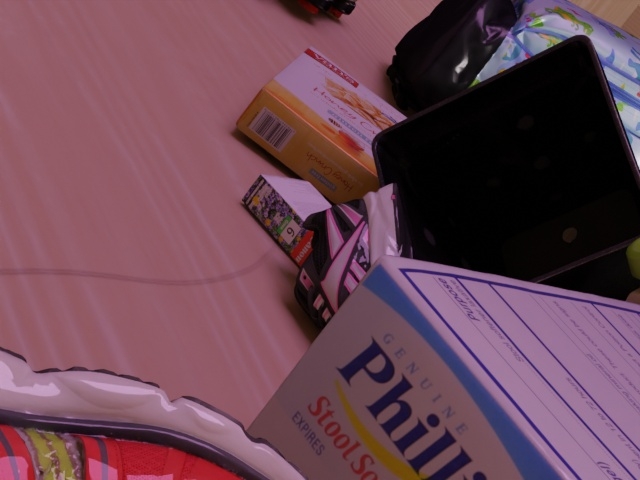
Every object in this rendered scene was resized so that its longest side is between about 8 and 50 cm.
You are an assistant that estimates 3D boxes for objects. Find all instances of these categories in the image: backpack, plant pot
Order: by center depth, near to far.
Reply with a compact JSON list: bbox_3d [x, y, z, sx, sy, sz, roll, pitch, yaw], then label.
[{"bbox_3d":[0.173,-0.008,0.978,0.167,0.187,0.188,41,31,-46],"label":"plant pot"},{"bbox_3d":[0.284,-0.154,1.470,0.355,0.273,0.290,46,12,-10],"label":"backpack"}]

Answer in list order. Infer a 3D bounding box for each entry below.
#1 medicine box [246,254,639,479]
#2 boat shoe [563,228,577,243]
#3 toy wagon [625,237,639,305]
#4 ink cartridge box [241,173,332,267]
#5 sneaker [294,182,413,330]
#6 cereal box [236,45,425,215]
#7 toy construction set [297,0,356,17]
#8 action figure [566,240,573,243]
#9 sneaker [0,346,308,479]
[{"bbox_3d":[0.143,0.159,0.636,0.289,0.149,0.263,10,33,-50],"label":"medicine box"},{"bbox_3d":[0.216,-0.058,1.341,0.224,0.080,0.073,35,19,-22],"label":"boat shoe"},{"bbox_3d":[0.299,0.130,0.747,0.344,0.068,0.267,10,-59,64],"label":"toy wagon"},{"bbox_3d":[0.000,0.000,0.927,0.115,0.029,0.063,48,23,26],"label":"ink cartridge box"},{"bbox_3d":[0.021,0.043,0.827,0.178,0.077,0.072,-89,164,-47],"label":"sneaker"},{"bbox_3d":[0.027,-0.092,1.144,0.173,0.047,0.240,37,20,-4],"label":"cereal box"},{"bbox_3d":[-0.037,-0.379,1.557,0.215,0.151,0.328,40,31,8],"label":"toy construction set"},{"bbox_3d":[0.212,0.006,1.171,0.185,0.099,0.285,19,23,-29],"label":"action figure"},{"bbox_3d":[-0.115,0.108,0.441,0.279,0.107,0.118,24,42,-25],"label":"sneaker"}]
